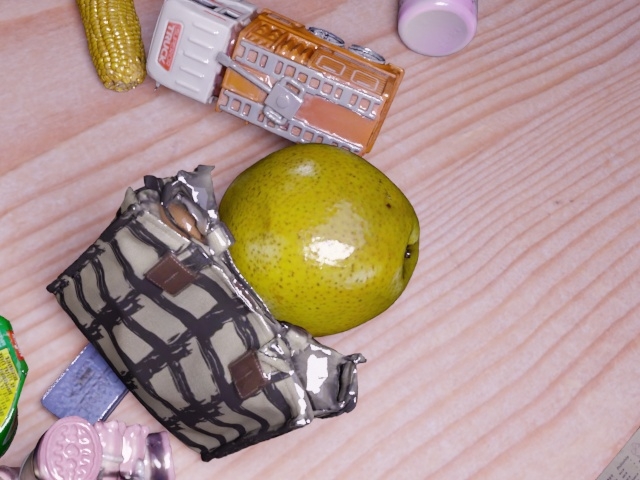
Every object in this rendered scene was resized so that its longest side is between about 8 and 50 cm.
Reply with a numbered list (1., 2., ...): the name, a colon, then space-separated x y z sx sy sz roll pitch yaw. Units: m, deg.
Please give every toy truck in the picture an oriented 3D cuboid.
1. toy truck: -0.077 -0.258 1.095 0.387 0.173 0.207 23 26 -1

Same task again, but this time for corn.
1. corn: -0.352 -0.376 1.170 0.106 0.106 0.293 -14 73 -20

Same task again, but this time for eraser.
1. eraser: -0.279 0.159 0.968 0.082 0.036 0.225 34 62 4

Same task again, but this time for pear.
1. pear: 0.000 0.000 0.982 0.294 0.294 0.294 6 64 -12

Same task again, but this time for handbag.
1. handbag: -0.146 0.099 0.833 0.325 0.327 0.162 50 56 -5

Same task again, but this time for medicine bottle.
1. medicine bottle: 0.227 -0.495 1.345 0.151 0.152 0.255 10 64 -10

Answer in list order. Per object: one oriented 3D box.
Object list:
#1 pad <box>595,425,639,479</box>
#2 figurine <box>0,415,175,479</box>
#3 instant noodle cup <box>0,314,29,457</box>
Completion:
1. pad: 0.490 0.413 1.065 0.265 0.009 0.159 -35 79 -26
2. figurine: -0.230 0.385 0.783 0.211 0.253 0.361 -35 64 18
3. instant noodle cup: -0.433 0.191 0.801 0.207 0.233 0.207 6 63 -13
